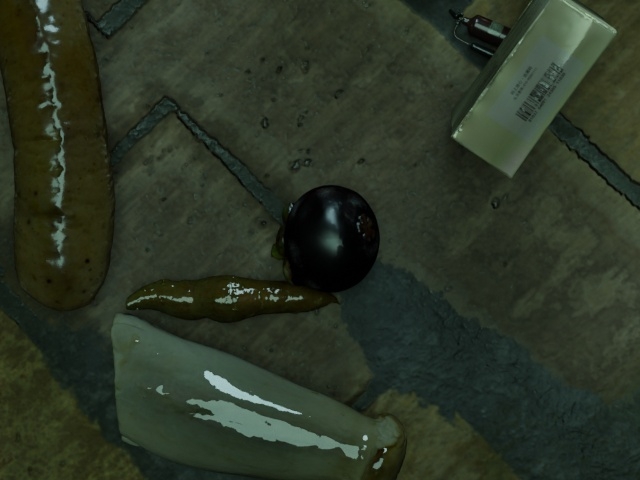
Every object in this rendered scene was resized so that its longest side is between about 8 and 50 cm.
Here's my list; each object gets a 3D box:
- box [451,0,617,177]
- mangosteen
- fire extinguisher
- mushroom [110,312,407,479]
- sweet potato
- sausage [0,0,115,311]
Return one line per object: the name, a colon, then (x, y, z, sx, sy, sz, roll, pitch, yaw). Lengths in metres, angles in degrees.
box: (0.253, -0.199, 1.699, 0.095, 0.168, 0.212, 34, 106, -3)
mangosteen: (0.000, 0.000, 1.761, 0.151, 0.137, 0.137, -10, 89, 34)
fire extinguisher: (0.239, -0.248, 1.796, 0.173, 0.035, 0.049, 24, 129, 2)
mushroom: (-0.096, 0.228, 1.754, 0.408, 0.137, 0.154, 20, 78, 8)
sweet potato: (-0.110, 0.075, 1.787, 0.274, 0.067, 0.067, 1, 90, -3)
sausage: (-0.336, -0.161, 1.767, 0.136, 0.123, 0.500, -7, 89, 31)
